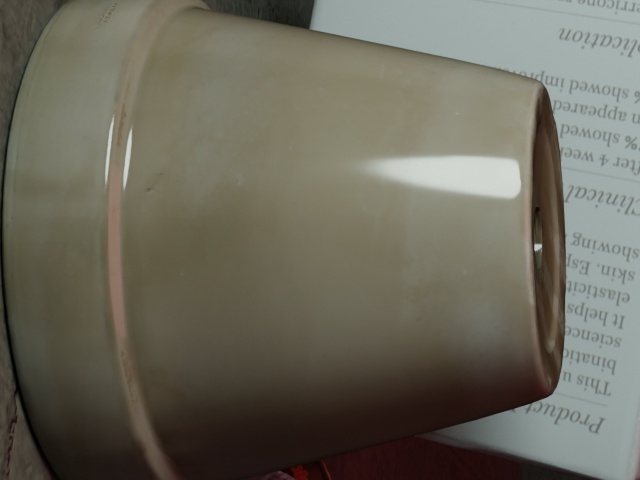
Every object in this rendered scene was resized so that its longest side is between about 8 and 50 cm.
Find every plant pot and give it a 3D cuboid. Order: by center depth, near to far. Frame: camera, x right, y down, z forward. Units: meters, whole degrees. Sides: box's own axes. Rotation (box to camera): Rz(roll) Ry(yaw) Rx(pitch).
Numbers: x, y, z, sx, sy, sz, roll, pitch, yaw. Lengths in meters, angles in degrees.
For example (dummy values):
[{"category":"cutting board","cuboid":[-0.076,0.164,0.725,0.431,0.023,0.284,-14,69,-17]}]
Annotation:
[{"category":"plant pot","cuboid":[0.000,0.000,1.023,0.323,0.280,0.323,-3,90,-76]}]

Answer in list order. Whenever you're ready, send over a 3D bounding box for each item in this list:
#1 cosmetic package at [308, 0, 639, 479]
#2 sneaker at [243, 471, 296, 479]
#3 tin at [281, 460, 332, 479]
[{"category":"cosmetic package","cuboid":[0.178,-0.037,1.379,0.327,0.329,0.393,5,98,-65]},{"category":"sneaker","cuboid":[-0.013,0.345,1.086,0.210,0.137,0.366,80,-4,-56]},{"category":"tin","cuboid":[-0.026,0.160,1.232,0.190,0.040,0.106,163,-94,-81]}]
